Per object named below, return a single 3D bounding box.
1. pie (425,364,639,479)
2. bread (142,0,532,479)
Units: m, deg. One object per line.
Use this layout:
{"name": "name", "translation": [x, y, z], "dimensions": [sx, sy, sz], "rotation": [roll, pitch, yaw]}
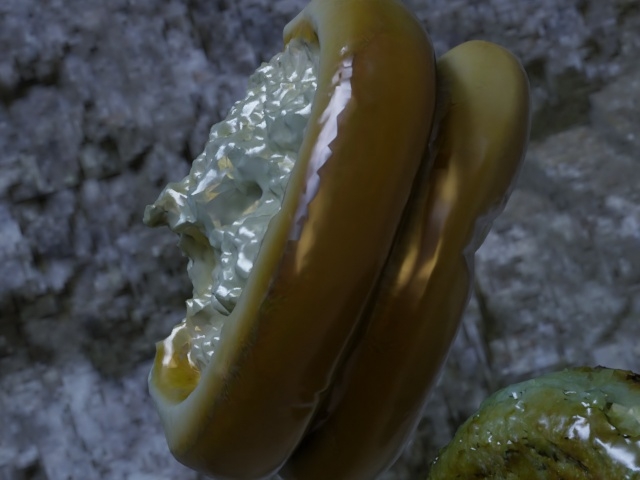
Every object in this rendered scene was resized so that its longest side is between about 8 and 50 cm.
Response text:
{"name": "pie", "translation": [0.182, 0.245, 0.973], "dimensions": [0.288, 0.103, 0.355], "rotation": [44, 115, 51]}
{"name": "bread", "translation": [0.004, 0.003, 1.180], "dimensions": [0.329, 0.245, 0.424], "rotation": [15, 85, 57]}
